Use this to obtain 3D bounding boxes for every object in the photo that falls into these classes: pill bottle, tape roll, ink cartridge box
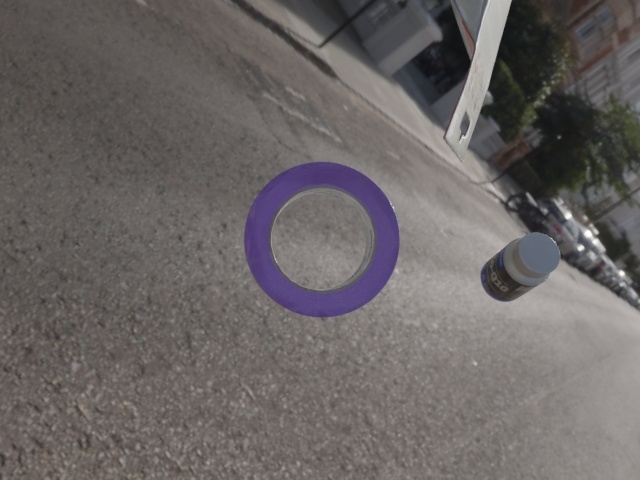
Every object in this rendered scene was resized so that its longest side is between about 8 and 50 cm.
[{"bbox_3d":[0.308,0.041,1.030,0.078,0.078,0.137,57,-19,13],"label":"pill bottle"},{"bbox_3d":[0.000,0.000,1.202,0.274,0.275,0.090,53,-7,0],"label":"tape roll"},{"bbox_3d":[0.223,-0.329,1.020,0.091,0.384,0.308,17,5,16],"label":"ink cartridge box"}]
